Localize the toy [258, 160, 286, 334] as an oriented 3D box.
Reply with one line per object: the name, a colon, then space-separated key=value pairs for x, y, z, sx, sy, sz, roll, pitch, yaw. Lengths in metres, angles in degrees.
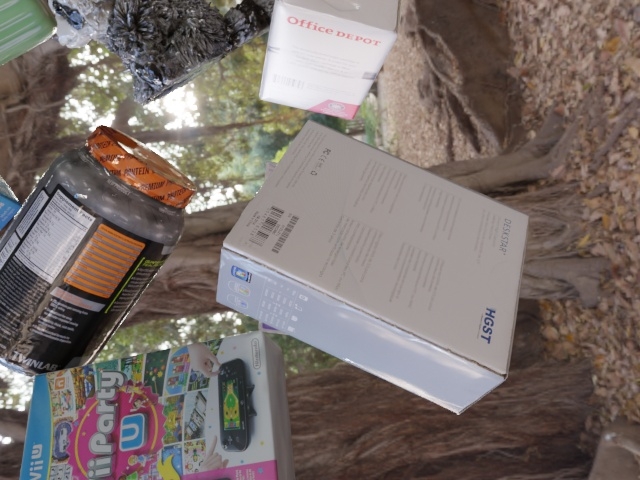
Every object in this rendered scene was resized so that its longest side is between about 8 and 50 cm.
toy: x=0.000 y=0.000 z=0.614 sx=0.056 sy=0.137 sz=0.237 roll=133 pitch=143 yaw=-56

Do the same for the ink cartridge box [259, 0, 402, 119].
ink cartridge box: x=0.008 y=-0.360 z=0.926 sx=0.283 sy=0.207 sz=0.117 roll=127 pitch=153 yaw=-70

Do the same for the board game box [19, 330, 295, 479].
board game box: x=-0.191 y=0.253 z=0.598 sx=0.097 sy=0.303 sz=0.224 roll=66 pitch=-167 yaw=-60

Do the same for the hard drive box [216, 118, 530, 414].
hard drive box: x=0.053 y=0.015 z=0.449 sx=0.089 sy=0.232 sz=0.181 roll=109 pitch=-173 yaw=-51

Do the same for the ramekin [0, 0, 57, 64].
ramekin: x=-0.391 y=-0.301 z=0.469 sx=0.303 sy=0.148 sz=0.303 roll=56 pitch=168 yaw=18

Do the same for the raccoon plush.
raccoon plush: x=-0.311 y=-0.483 z=1.006 sx=0.216 sy=0.446 sz=0.299 roll=-3 pitch=124 yaw=59

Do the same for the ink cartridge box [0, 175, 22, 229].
ink cartridge box: x=-0.424 y=-0.079 z=0.522 sx=0.104 sy=0.060 sz=0.180 roll=38 pitch=175 yaw=32

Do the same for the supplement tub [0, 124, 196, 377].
supplement tub: x=-0.323 y=0.013 z=0.690 sx=0.316 sy=0.193 sz=0.193 roll=-53 pitch=-3 yaw=5
